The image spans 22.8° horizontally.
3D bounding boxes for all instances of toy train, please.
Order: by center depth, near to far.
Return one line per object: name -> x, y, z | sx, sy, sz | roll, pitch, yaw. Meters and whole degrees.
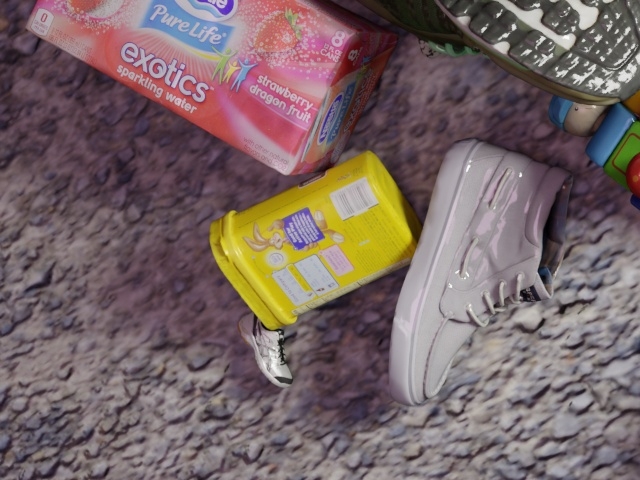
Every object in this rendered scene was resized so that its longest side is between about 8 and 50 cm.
toy train -> 0.301, -0.156, 1.309 | 0.143, 0.105, 0.248 | 42, 114, 28

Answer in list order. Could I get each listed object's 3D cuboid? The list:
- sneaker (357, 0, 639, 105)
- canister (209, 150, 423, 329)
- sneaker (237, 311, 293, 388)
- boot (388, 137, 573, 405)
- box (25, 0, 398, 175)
sneaker -> 0.126, -0.221, 1.385 | 0.158, 0.182, 0.410 | -43, 58, -13
canister -> 0.000, 0.000, 1.494 | 0.170, 0.073, 0.126 | -25, 125, 16
sneaker -> -0.048, 0.105, 1.561 | 0.037, 0.032, 0.083 | -35, 84, 18
boot -> 0.150, 0.042, 1.454 | 0.123, 0.095, 0.258 | 17, 99, 24
box -> -0.100, -0.196, 1.495 | 0.300, 0.142, 0.154 | 31, 103, 14
